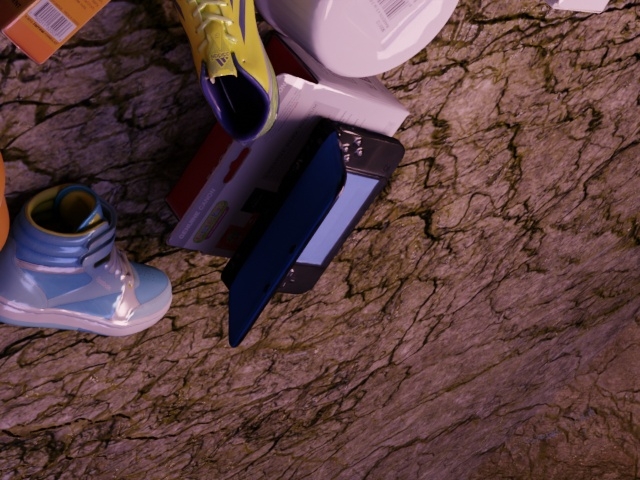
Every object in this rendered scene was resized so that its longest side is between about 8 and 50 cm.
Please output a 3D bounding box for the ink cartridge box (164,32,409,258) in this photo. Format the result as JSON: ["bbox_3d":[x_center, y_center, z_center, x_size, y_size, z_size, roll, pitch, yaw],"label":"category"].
[{"bbox_3d":[-0.072,-0.125,1.654,0.272,0.130,0.309,12,122,-48],"label":"ink cartridge box"}]

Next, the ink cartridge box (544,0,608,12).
[{"bbox_3d":[0.295,-0.449,1.494,0.114,0.273,0.197,-5,134,-41],"label":"ink cartridge box"}]

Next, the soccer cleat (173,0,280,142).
[{"bbox_3d":[-0.122,-0.250,1.381,0.093,0.121,0.289,-14,118,16],"label":"soccer cleat"}]

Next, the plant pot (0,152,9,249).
[{"bbox_3d":[-0.449,-0.045,1.336,0.205,0.205,0.188,-34,162,-8],"label":"plant pot"}]

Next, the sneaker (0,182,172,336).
[{"bbox_3d":[-0.303,0.022,1.609,0.319,0.127,0.208,3,130,-48],"label":"sneaker"}]

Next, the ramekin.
[{"bbox_3d":[0.061,-0.348,1.513,0.277,0.135,0.277,-26,145,-20],"label":"ramekin"}]

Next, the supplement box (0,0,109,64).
[{"bbox_3d":[-0.264,-0.310,1.291,0.233,0.078,0.080,-41,144,1],"label":"supplement box"}]

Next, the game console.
[{"bbox_3d":[0.000,0.000,1.595,0.250,0.173,0.293,10,124,-45],"label":"game console"}]
